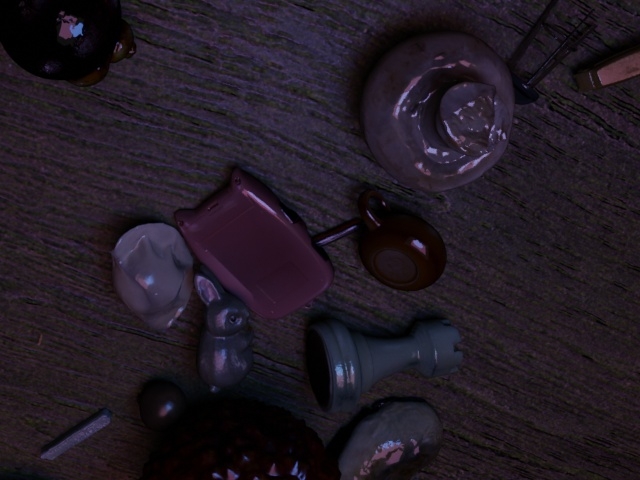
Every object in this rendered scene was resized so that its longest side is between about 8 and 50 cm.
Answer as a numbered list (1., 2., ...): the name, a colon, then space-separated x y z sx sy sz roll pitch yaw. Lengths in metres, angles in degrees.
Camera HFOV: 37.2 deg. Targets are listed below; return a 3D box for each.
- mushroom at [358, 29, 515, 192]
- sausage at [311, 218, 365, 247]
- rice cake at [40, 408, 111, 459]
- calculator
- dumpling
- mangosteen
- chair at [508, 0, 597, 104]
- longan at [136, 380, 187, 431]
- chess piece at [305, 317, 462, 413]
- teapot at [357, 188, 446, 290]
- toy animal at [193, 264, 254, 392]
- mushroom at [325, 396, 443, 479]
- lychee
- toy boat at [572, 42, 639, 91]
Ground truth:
1. mushroom: 0.220 -0.218 1.697 0.297 0.290 0.297 -4 114 -9
2. sausage: 0.000 0.000 1.899 0.198 0.028 0.025 -23 98 -2
3. rice cake: -0.509 0.406 1.977 0.170 0.033 0.029 -32 115 4
4. calculator: -0.118 0.025 1.856 0.220 0.048 0.330 -35 115 17
5. dumpling: -0.313 0.065 1.826 0.166 0.126 0.216 -36 104 -24
6. mangosteen: -0.407 -0.354 1.578 0.211 0.211 0.250 -51 144 13
7. chair: 0.424 -0.351 1.786 0.104 0.095 0.221 38 103 -12
8. longan: -0.330 0.340 1.951 0.119 0.106 0.106 -2 122 32
9. chess piece: 0.135 0.240 1.959 0.299 0.194 0.195 -8 116 -18
10. teapot: 0.156 -0.005 1.880 0.178 0.135 0.252 -22 116 37
11. toy animal: -0.193 0.169 1.873 0.125 0.127 0.251 -11 121 -12
12. mushroom: 0.137 0.510 2.101 0.247 0.130 0.344 41 101 -20
13. lychee: -0.169 0.528 1.905 0.424 0.500 0.425 9 73 -30
14. toy boat: 0.586 -0.340 1.834 0.200 0.077 0.057 -22 104 3
